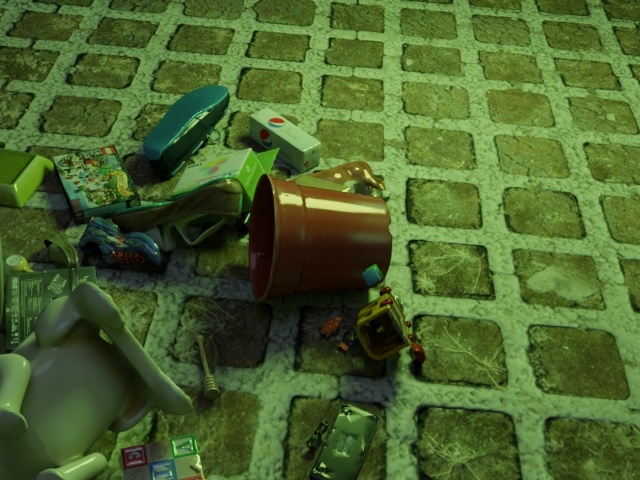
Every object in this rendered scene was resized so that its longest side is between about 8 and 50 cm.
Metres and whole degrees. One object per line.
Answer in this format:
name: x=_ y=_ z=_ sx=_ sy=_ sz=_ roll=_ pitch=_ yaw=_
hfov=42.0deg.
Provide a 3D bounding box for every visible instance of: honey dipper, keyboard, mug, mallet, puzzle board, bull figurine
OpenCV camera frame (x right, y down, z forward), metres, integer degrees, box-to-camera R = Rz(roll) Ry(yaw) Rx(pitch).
honey dipper: x=-0.227 y=0.246 z=1.652 sx=0.030 sy=0.030 sz=0.161 roll=-7 pitch=38 yaw=-13
keyboard: x=0.032 y=0.375 z=1.534 sx=0.108 sy=0.023 sz=0.180 roll=21 pitch=42 yaw=8
mug: x=-0.643 y=0.065 z=1.786 sx=0.078 sy=0.064 sz=0.062 roll=-2 pitch=41 yaw=-9
mallet: x=-0.106 y=-0.033 z=1.979 sx=0.189 sy=0.039 sz=0.062 roll=11 pitch=45 yaw=1
puzzle board: x=-0.005 y=-0.104 z=1.949 sx=0.128 sy=0.011 sz=0.096 roll=15 pitch=54 yaw=9
bull figurine: x=0.014 y=-0.105 z=2.023 sx=0.310 sy=0.101 sz=0.188 roll=-23 pitch=55 yaw=-21

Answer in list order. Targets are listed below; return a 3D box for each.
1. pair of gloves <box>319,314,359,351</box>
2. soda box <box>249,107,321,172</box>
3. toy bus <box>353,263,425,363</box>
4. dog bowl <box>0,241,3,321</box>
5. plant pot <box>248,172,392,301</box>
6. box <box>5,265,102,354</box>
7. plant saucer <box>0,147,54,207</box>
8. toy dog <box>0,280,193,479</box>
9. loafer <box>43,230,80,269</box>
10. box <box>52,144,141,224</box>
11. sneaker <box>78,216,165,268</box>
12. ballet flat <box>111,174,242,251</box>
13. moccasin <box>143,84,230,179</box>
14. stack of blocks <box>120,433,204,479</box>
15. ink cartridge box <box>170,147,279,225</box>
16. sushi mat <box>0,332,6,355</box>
pair of gloves: x=0.043 y=0.194 z=1.750 sx=0.083 sy=0.010 sz=0.074 roll=28 pitch=46 yaw=23
soda box: x=-0.096 y=-0.268 z=2.215 sx=0.069 sy=0.074 sz=0.216 roll=-30 pitch=52 yaw=-34
toy bus: x=0.121 y=0.169 z=1.710 sx=0.104 sy=0.202 sz=0.191 roll=-29 pitch=52 yaw=7
dog bowl: x=-0.696 y=0.033 z=1.624 sx=0.102 sy=0.349 sz=0.349 roll=-5 pitch=41 yaw=-29
plant pot: x=0.000 y=0.000 z=1.798 sx=0.265 sy=0.272 sz=0.272 roll=3 pitch=40 yaw=-15
box: x=-0.540 y=0.151 z=1.689 sx=0.183 sy=0.056 sz=0.231 roll=-5 pitch=39 yaw=-18
plant saucer: x=-0.783 y=-0.169 z=2.053 sx=0.188 sy=0.045 sz=0.188 roll=11 pitch=41 yaw=6
toy dog: x=-0.493 y=0.281 z=1.363 sx=0.408 sy=0.285 sz=0.395 roll=-42 pitch=32 yaw=-26
loafer: x=-0.570 y=0.032 z=1.842 sx=0.050 sy=0.056 sz=0.148 roll=-20 pitch=37 yaw=-25
box: x=-0.550 y=-0.140 z=2.045 sx=0.159 sy=0.044 sz=0.233 roll=-15 pitch=45 yaw=-22
sneaker: x=-0.442 y=0.024 z=1.856 sx=0.221 sy=0.083 sz=0.087 roll=17 pitch=56 yaw=22
ballet flat: x=-0.320 y=-0.045 z=1.882 sx=0.342 sy=0.124 sz=0.116 roll=-15 pitch=-1 yaw=20
moccasin: x=-0.351 y=-0.288 z=2.188 sx=0.137 sy=0.117 sz=0.342 roll=14 pitch=45 yaw=29
stack of blocks: x=-0.220 y=0.466 z=1.353 sx=0.171 sy=0.087 sz=0.297 roll=-8 pitch=43 yaw=-15
ink cartridge box: x=-0.226 y=-0.165 z=2.015 sx=0.188 sy=0.097 sz=0.255 roll=-13 pitch=35 yaw=24
sushi mat: x=-0.576 y=0.281 z=1.581 sx=0.316 sy=0.019 sz=0.151 roll=27 pitch=46 yaw=23
